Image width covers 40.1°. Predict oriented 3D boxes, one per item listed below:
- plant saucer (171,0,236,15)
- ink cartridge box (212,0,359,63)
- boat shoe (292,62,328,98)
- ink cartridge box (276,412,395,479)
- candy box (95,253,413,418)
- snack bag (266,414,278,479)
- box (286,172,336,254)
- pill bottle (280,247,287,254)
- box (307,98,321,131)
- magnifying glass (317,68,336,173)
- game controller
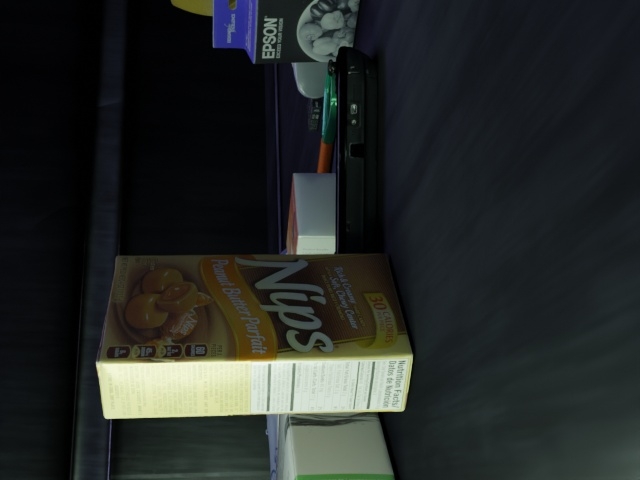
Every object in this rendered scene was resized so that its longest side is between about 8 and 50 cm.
[{"bbox_3d":[-0.074,-0.466,1.325,0.081,0.333,0.333,54,173,-1],"label":"plant saucer"},{"bbox_3d":[-0.048,-0.338,1.239,0.206,0.208,0.045,98,166,-54],"label":"ink cartridge box"},{"bbox_3d":[-0.024,-0.378,1.534,0.084,0.095,0.258,-138,49,-75],"label":"boat shoe"},{"bbox_3d":[0.013,0.313,1.076,0.289,0.122,0.211,-102,14,-62],"label":"ink cartridge box"},{"bbox_3d":[-0.072,0.099,0.963,0.183,0.316,0.087,-99,10,-54],"label":"candy box"},{"bbox_3d":[-0.060,0.444,1.814,0.323,0.037,0.342,179,87,-74],"label":"snack bag"},{"bbox_3d":[0.000,0.000,1.334,0.170,0.091,0.130,97,170,-49],"label":"box"},{"bbox_3d":[-0.036,0.052,1.661,0.160,0.087,0.087,-176,86,-83],"label":"pill bottle"},{"bbox_3d":[-0.013,-0.270,1.767,0.083,0.018,0.067,102,167,-60],"label":"box"},{"bbox_3d":[0.014,-0.194,1.510,0.092,0.026,0.231,-97,9,-46],"label":"magnifying glass"},{"bbox_3d":[0.035,-0.085,1.140,0.166,0.067,0.319,-166,76,-83],"label":"game controller"}]
